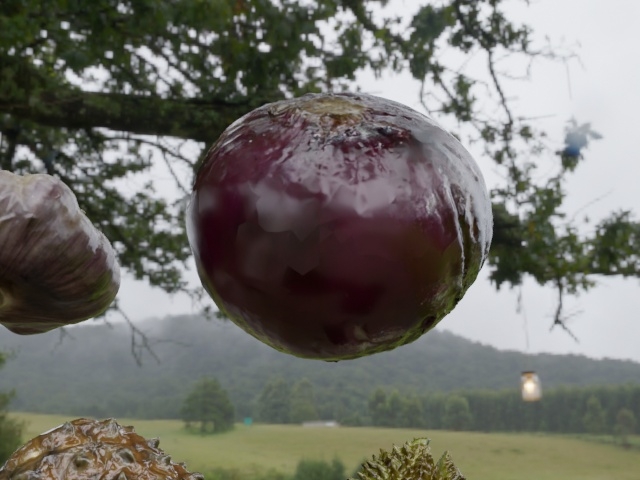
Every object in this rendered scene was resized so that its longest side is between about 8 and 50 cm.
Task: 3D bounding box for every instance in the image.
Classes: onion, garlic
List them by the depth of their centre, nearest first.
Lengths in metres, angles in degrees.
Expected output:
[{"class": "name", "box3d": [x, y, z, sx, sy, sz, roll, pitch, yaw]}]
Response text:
[{"class": "onion", "box3d": [0.000, 0.000, 0.860, 0.336, 0.282, 0.260, 16, 34, 20]}, {"class": "garlic", "box3d": [-0.357, 0.025, 0.934, 0.245, 0.160, 0.245, 10, -38, 7]}]

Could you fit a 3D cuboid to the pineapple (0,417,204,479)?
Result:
[{"class": "pineapple", "box3d": [-0.070, 0.255, 0.520, 0.340, 0.169, 0.169, 28, -2, 23]}]

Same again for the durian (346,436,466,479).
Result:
[{"class": "durian", "box3d": [0.080, 0.284, 0.615, 0.137, 0.237, 0.193, -18, -43, -26]}]
